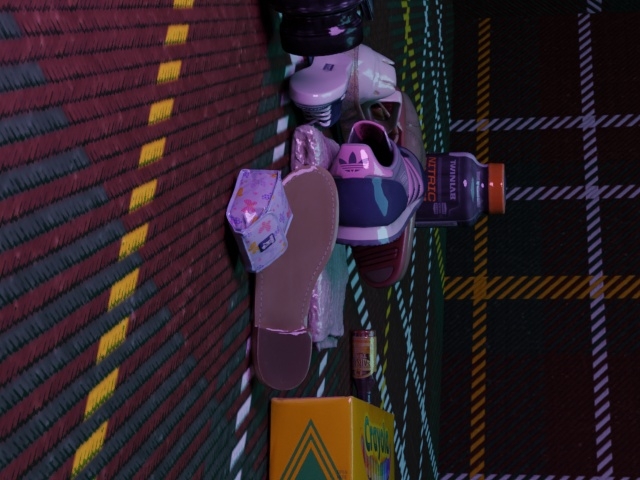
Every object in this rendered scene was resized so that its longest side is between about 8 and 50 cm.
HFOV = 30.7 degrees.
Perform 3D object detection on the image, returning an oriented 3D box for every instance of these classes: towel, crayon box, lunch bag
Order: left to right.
[{"bbox_3d":[-0.061,-0.017,1.153,0.071,0.053,0.083,75,27,-48],"label":"lunch bag"},{"bbox_3d":[0.000,0.000,1.487,0.187,0.049,0.282,14,75,-80],"label":"towel"},{"bbox_3d":[0.024,0.359,1.424,0.363,0.106,0.313,47,43,-74],"label":"crayon box"}]

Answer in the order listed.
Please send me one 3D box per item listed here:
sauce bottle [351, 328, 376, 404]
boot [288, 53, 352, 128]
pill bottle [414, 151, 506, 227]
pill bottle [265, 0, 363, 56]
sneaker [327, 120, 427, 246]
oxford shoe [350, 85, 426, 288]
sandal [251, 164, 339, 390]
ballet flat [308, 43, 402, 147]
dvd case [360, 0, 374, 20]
[{"bbox_3d":[0.071,0.206,1.866,0.042,0.042,0.128,19,69,-79],"label":"sauce bottle"},{"bbox_3d":[0.001,-0.173,1.460,0.190,0.069,0.086,-56,157,-63],"label":"boot"},{"bbox_3d":[0.192,-0.085,1.983,0.130,0.246,0.130,-1,90,-80],"label":"pill bottle"},{"bbox_3d":[-0.009,-0.318,1.262,0.122,0.123,0.219,-72,159,-60],"label":"pill bottle"},{"bbox_3d":[0.076,-0.098,1.488,0.319,0.112,0.131,-67,155,-69],"label":"sneaker"},{"bbox_3d":[0.124,-0.085,1.850,0.130,0.123,0.348,23,64,-47],"label":"oxford shoe"},{"bbox_3d":[-0.042,0.039,1.252,0.079,0.088,0.240,168,-70,-69],"label":"sandal"},{"bbox_3d":[0.060,-0.217,1.669,0.316,0.106,0.107,61,30,-68],"label":"ballet flat"},{"bbox_3d":[0.076,-0.518,2.019,0.164,0.018,0.221,61,31,-66],"label":"dvd case"}]
